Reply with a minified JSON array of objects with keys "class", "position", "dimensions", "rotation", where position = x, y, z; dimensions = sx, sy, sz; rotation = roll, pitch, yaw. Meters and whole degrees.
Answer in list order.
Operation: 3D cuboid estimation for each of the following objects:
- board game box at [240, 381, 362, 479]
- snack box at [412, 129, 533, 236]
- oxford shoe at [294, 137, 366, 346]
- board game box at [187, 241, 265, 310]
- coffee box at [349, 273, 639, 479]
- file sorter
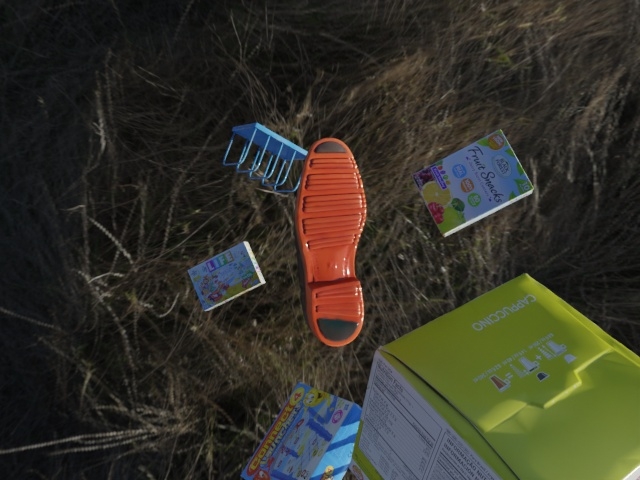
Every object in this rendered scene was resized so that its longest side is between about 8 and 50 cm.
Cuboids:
[{"class":"board game box","position":[-0.039,0.549,1.741],"dimensions":[0.086,0.302,0.308],"rotation":[41,70,-23]},{"class":"snack box","position":[0.216,-0.081,0.949],"dimensions":[0.141,0.037,0.100],"rotation":[-27,80,8]},{"class":"oxford shoe","position":[0.000,0.000,0.887],"dimensions":[0.097,0.098,0.271],"rotation":[-1,95,-19]},{"class":"board game box","position":[-0.214,0.082,1.502],"dimensions":[0.154,0.026,0.103],"rotation":[-27,80,13]},{"class":"coffee box","position":[0.293,0.314,1.028],"dimensions":[0.338,0.338,0.334],"rotation":[-21,137,-29]},{"class":"file sorter","position":[-0.133,-0.197,1.600],"dimensions":[0.170,0.118,0.104],"rotation":[25,79,-33]}]
